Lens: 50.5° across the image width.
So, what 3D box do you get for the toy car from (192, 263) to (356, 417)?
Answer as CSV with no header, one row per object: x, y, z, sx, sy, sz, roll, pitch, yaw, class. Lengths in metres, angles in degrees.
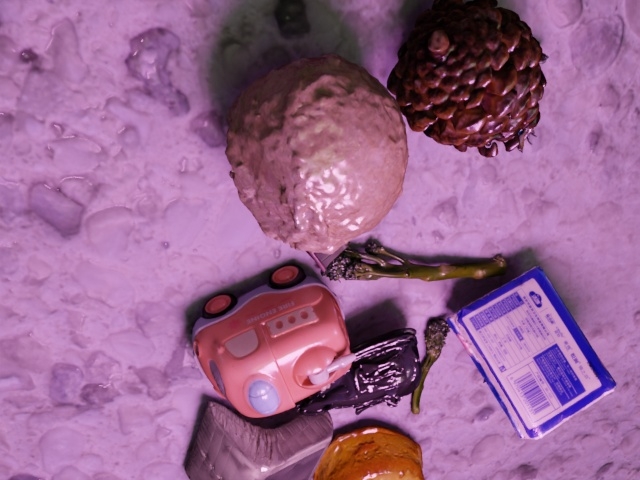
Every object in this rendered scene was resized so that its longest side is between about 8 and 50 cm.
-0.074,0.188,1.147,0.270,0.212,0.181,-23,122,-6,toy car

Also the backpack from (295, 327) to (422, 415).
0.072,0.258,1.262,0.258,0.133,0.206,-18,164,5,backpack

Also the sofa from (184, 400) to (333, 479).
-0.117,0.408,1.319,0.225,0.176,0.210,-15,135,-44,sofa

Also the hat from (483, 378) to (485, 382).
0.381,0.232,1.425,0.146,0.067,0.146,-33,165,-10,hat

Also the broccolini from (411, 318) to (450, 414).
0.218,0.263,1.391,0.051,0.054,0.239,-6,122,-32,broccolini

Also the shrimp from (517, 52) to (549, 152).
0.345,-0.237,1.167,0.082,0.076,0.174,-31,130,-52,shrimp

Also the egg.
0.001,-0.123,0.978,0.279,0.279,0.310,-24,137,-6,egg

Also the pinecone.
0.228,-0.245,1.025,0.272,0.224,0.224,13,114,-51,pinecone

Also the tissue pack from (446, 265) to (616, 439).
0.391,0.212,1.286,0.209,0.270,0.137,-28,168,-17,tissue pack

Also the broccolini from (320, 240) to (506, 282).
0.180,0.036,1.258,0.391,0.079,0.074,-1,107,-27,broccolini

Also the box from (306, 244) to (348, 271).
0.000,0.000,1.150,0.063,0.085,0.060,-37,122,-4,box

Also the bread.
0.108,0.513,1.428,0.268,0.146,0.269,-7,120,-12,bread
